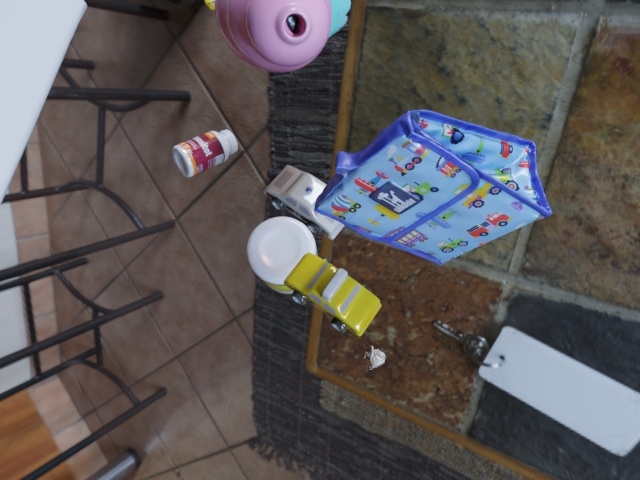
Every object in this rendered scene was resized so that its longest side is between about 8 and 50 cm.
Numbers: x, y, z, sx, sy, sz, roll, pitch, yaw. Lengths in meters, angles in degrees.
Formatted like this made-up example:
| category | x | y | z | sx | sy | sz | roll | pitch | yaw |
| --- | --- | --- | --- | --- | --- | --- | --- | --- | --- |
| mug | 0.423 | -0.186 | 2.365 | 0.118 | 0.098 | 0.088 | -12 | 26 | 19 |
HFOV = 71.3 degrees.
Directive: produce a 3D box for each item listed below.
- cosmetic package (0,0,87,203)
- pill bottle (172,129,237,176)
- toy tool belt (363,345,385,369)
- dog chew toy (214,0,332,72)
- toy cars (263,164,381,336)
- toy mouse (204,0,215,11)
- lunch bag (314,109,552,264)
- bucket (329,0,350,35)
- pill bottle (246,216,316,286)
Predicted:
| category | x | y | z | sx | sy | sz | roll | pitch | yaw |
| --- | --- | --- | --- | --- | --- | --- | --- | --- | --- |
| cosmetic package | -0.320 | -0.061 | 0.243 | 0.157 | 0.217 | 0.384 | 1 | 68 | 20 |
| pill bottle | -0.294 | -0.230 | 1.148 | 0.086 | 0.152 | 0.086 | 35 | 143 | 31 |
| toy tool belt | 0.137 | 0.297 | 1.142 | 0.083 | 0.052 | 0.051 | 92 | 155 | -68 |
| dog chew toy | -0.073 | -0.388 | 0.767 | 0.331 | 0.207 | 0.206 | -115 | 40 | -57 |
| toy cars | 0.000 | 0.000 | 0.888 | 0.087 | 0.177 | 0.393 | 99 | 157 | -66 |
| toy mouse | -0.322 | -0.755 | 1.312 | 0.031 | 0.161 | 0.142 | -7 | 88 | 32 |
| lunch bag | 0.149 | -0.086 | 0.674 | 0.221 | 0.294 | 0.137 | -36 | 47 | 50 |
| bucket | -0.075 | -0.657 | 1.238 | 0.281 | 0.183 | 0.281 | 33 | 155 | 17 |
| pill bottle | -0.100 | 0.060 | 1.336 | 0.188 | 0.334 | 0.187 | 0 | 77 | 2 |
